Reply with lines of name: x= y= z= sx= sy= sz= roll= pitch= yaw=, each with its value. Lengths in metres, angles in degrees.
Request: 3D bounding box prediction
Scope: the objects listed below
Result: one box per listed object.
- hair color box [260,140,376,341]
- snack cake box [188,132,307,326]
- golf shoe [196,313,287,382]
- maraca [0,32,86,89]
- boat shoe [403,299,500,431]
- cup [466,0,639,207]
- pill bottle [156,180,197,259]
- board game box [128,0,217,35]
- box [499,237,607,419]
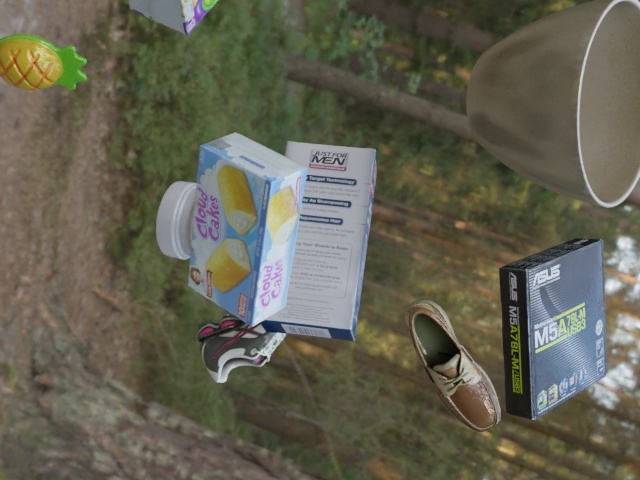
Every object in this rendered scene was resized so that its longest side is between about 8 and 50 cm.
hair color box: x=0.000 y=0.000 z=1.711 sx=0.105 sy=0.174 sz=0.347 roll=73 pitch=24 yaw=-71
snack cake box: x=-0.121 y=-0.018 z=1.470 sx=0.089 sy=0.152 sz=0.264 roll=-29 pitch=137 yaw=-46
golf shoe: x=-0.103 y=0.179 z=1.786 sx=0.105 sy=0.273 sz=0.120 roll=51 pitch=16 yaw=-53
maraca: x=-0.557 y=-0.350 z=1.839 sx=0.127 sy=0.186 sz=0.099 roll=106 pitch=-13 yaw=-49
boat shoe: x=0.283 y=0.283 z=2.066 sx=0.122 sy=0.324 sz=0.120 roll=-35 pitch=175 yaw=9
cup: x=0.383 y=-0.230 z=1.532 sx=0.331 sy=0.237 sz=0.331 roll=-14 pitch=108 yaw=-51
pill bottle: x=-0.155 y=-0.024 z=2.018 sx=0.210 sy=0.363 sz=0.210 roll=9 pitch=90 yaw=-72
board game box: x=-0.245 y=-0.560 z=1.807 sx=0.275 sy=0.142 sz=0.144 roll=-56 pitch=163 yaw=-25
box: x=0.290 y=0.103 z=1.144 sx=0.191 sy=0.045 sz=0.184 roll=-14 pitch=106 yaw=-45
